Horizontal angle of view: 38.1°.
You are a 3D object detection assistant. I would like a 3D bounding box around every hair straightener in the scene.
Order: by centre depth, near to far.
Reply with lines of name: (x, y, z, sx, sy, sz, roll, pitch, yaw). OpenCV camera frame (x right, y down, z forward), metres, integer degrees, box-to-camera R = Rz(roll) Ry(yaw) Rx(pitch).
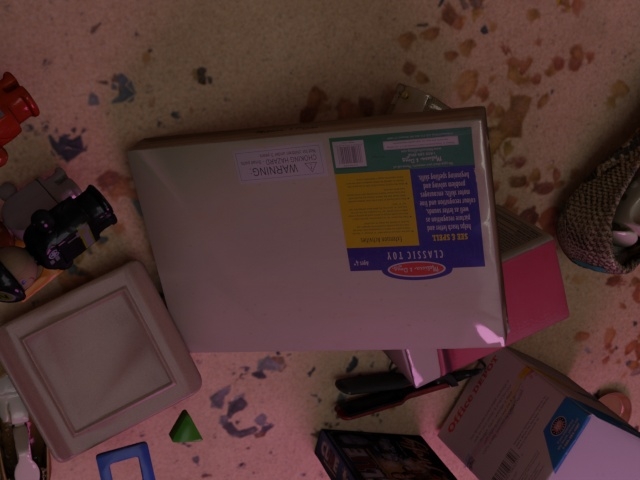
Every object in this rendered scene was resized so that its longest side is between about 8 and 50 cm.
hair straightener: (0.128, 0.185, 1.296, 0.230, 0.047, 0.089, -9, 112, -17)

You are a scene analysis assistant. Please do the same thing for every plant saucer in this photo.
plant saucer: (0.452, 0.274, 1.463, 0.083, 0.015, 0.083, -6, 110, -17)

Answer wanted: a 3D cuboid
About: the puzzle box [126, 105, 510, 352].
puzzle box: (0.000, 0.000, 1.063, 0.409, 0.052, 0.272, -3, 113, 17)

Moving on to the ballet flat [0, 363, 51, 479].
ballet flat: (-0.357, 0.221, 1.119, 0.080, 0.073, 0.232, -9, 111, -17)

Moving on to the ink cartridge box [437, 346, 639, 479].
ink cartridge box: (0.315, 0.282, 1.295, 0.168, 0.232, 0.171, 27, 97, -28)

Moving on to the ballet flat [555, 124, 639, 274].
ballet flat: (0.518, -0.143, 1.246, 0.164, 0.182, 0.483, 37, 93, -26)

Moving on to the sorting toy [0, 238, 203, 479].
sorting toy: (-0.266, 0.140, 1.110, 0.196, 0.047, 0.348, -28, 102, -14)

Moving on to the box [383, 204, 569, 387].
box: (0.182, 0.068, 1.217, 0.232, 0.148, 0.127, -23, 115, -10)

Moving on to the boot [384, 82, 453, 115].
boot: (0.052, -0.102, 1.142, 0.262, 0.095, 0.203, 20, 89, -5)

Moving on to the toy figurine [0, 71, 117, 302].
toy figurine: (-0.335, -0.058, 0.951, 0.148, 0.209, 0.213, -40, 118, -16)

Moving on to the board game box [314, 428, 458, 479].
board game box: (0.108, 0.332, 1.231, 0.165, 0.243, 0.042, 9, 105, -23)
